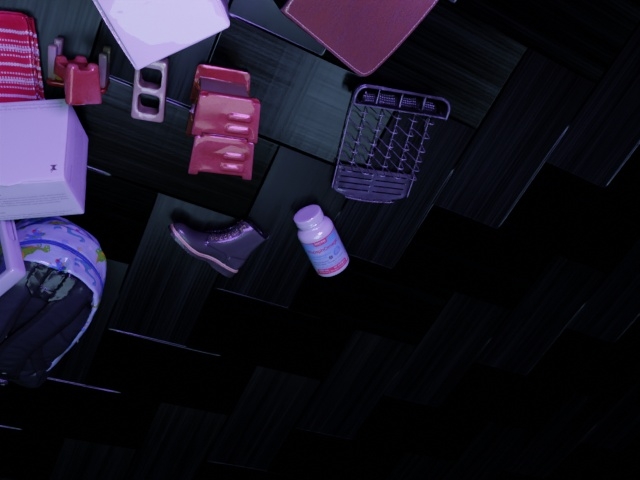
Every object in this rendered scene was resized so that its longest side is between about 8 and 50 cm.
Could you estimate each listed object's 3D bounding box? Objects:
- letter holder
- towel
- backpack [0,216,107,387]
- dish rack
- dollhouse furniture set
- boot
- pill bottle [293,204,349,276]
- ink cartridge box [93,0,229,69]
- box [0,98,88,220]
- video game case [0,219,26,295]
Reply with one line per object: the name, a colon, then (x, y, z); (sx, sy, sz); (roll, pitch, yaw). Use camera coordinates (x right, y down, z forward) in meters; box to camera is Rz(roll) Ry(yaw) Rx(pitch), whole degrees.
letter holder: (0.092, -0.478, 1.008); (0.214, 0.152, 0.302); (31, 111, -28)
towel: (-0.620, -0.286, 1.055); (0.199, 0.031, 0.274); (1, 121, -11)
backpack: (-0.608, 0.114, 1.191); (0.290, 0.273, 0.356); (35, 131, -24)
dish rack: (0.139, -0.198, 1.230); (0.208, 0.074, 0.271); (6, 120, -14)
dollhouse furniture set: (-0.307, -0.241, 1.042); (0.374, 0.201, 0.152); (6, 119, -15)
boot: (-0.226, -0.017, 1.278); (0.137, 0.077, 0.198); (-44, 132, 11)
pill bottle: (0.000, 0.000, 1.314); (0.087, 0.087, 0.160); (-25, 122, 4)
ink cartridge box: (-0.260, -0.413, 0.927); (0.171, 0.232, 0.168); (-24, 122, 5)
box: (-0.526, -0.143, 1.018); (0.181, 0.181, 0.119); (-5, 153, -7)
video game case: (-0.710, 0.040, 1.090); (0.329, 0.300, 0.036); (-36, 149, 11)
